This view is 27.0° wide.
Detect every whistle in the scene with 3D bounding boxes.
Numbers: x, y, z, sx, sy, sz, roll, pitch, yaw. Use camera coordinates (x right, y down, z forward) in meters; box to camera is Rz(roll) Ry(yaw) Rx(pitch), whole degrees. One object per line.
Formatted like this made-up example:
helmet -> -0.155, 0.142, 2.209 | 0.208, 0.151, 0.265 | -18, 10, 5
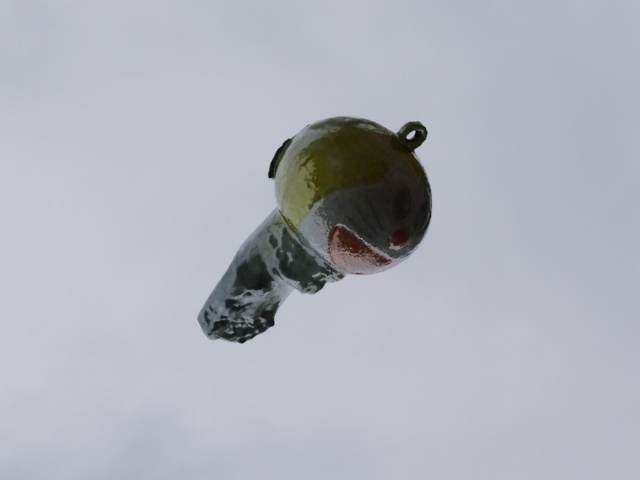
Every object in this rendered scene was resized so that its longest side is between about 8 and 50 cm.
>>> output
whistle -> 0.000, 0.000, 0.959 | 0.123, 0.123, 0.223 | 40, -75, -13
